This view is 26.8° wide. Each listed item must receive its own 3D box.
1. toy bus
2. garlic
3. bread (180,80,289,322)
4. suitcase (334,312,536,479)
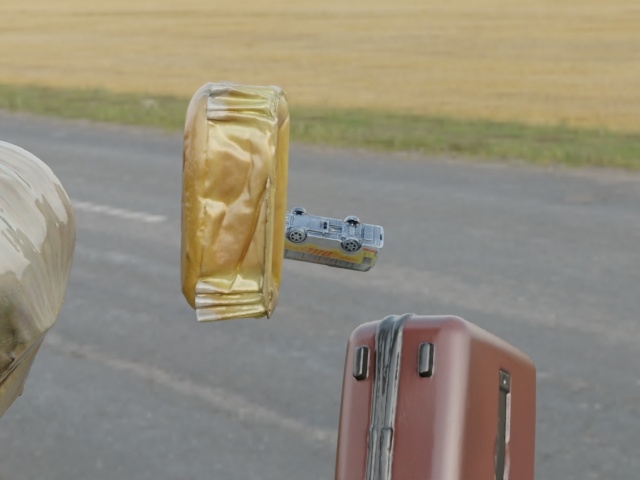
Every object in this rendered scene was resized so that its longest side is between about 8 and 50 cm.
[{"bbox_3d":[0.000,0.000,2.109,0.190,0.075,0.064,10,38,-5],"label":"toy bus"},{"bbox_3d":[-0.373,0.053,1.209,0.259,0.317,0.317,39,16,3],"label":"garlic"},{"bbox_3d":[-0.090,-0.042,1.385,0.107,0.241,0.136,2,8,1],"label":"bread"},{"bbox_3d":[0.130,0.243,1.490,0.161,0.297,0.236,-8,-22,33],"label":"suitcase"}]
